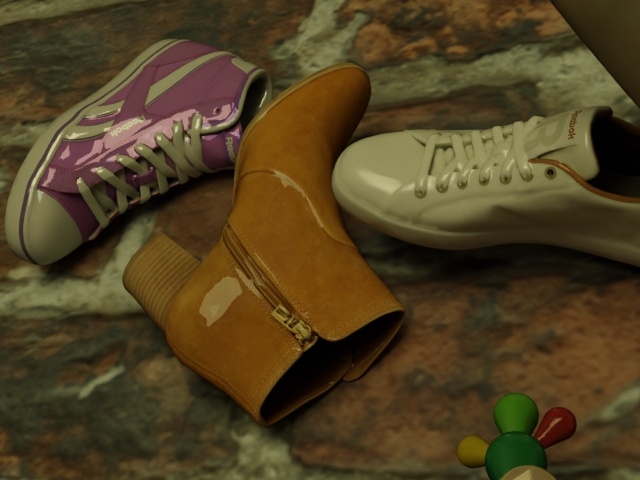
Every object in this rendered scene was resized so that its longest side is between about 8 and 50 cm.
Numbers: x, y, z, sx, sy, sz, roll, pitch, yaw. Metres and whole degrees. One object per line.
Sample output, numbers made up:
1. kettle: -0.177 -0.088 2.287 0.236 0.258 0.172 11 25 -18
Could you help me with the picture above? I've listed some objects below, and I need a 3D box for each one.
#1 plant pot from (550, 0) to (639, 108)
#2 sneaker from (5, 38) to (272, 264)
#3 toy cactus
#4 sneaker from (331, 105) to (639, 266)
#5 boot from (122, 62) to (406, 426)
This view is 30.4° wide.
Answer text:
1. plant pot: 0.323 -0.105 0.726 0.256 0.274 0.256 -32 2 1
2. sneaker: -0.154 -0.078 1.077 0.161 0.102 0.282 21 62 33
3. toy cactus: 0.118 0.182 0.681 0.112 0.180 0.219 17 62 11
4. sneaker: 0.148 -0.061 0.868 0.290 0.123 0.105 6 54 12
5. boot: -0.001 0.000 0.951 0.295 0.104 0.211 -46 54 -13
